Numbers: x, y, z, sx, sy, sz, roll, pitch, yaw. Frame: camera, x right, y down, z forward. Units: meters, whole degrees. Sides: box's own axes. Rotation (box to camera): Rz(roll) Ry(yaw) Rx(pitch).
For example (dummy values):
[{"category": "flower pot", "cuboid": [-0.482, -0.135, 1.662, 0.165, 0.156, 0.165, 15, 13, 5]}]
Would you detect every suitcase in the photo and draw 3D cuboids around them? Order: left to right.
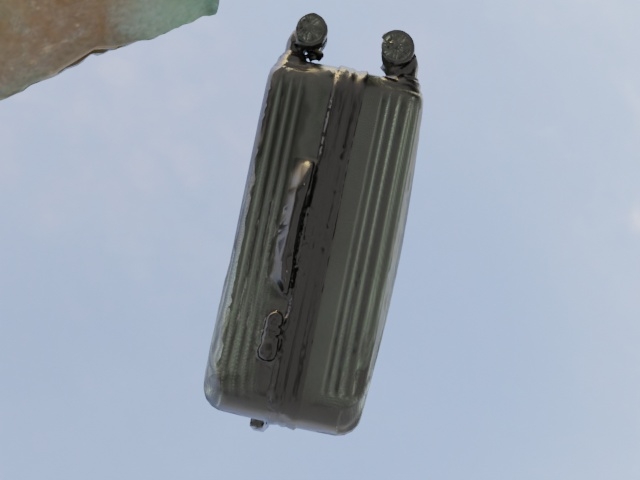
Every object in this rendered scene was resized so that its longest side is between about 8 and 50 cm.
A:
[{"category": "suitcase", "cuboid": [0.000, 0.000, 0.867, 0.128, 0.202, 0.312, 12, -99, 2]}]

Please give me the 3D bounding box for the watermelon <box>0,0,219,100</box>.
[{"category": "watermelon", "cuboid": [-0.220, -0.200, 0.571, 0.302, 0.151, 0.264, -30, -43, -11]}]
